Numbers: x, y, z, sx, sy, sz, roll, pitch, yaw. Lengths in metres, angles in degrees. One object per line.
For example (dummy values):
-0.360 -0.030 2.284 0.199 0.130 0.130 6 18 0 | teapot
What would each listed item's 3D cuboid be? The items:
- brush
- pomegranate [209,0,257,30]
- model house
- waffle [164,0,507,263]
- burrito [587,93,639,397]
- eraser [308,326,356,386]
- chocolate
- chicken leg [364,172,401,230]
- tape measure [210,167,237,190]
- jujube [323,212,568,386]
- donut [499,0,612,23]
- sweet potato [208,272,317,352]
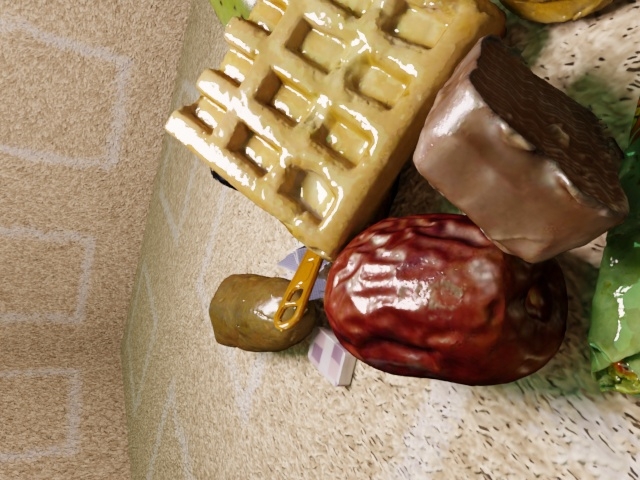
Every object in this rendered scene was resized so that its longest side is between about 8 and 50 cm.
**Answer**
0.000 0.000 0.629 0.090 0.017 0.314 -12 39 35 | brush
-0.081 -0.464 0.849 0.341 0.284 0.285 110 159 -74 | pomegranate
-0.006 0.031 0.704 0.167 0.088 0.117 16 120 59 | model house
0.002 -0.186 0.530 0.304 0.077 0.348 38 104 18 | waffle
0.274 -0.013 0.324 0.104 0.054 0.288 17 97 57 | burrito
0.017 0.192 0.724 0.105 0.026 0.065 26 103 58 | eraser
0.158 -0.080 0.363 0.093 0.148 0.214 -53 1 43 | chocolate
0.088 -0.103 0.624 0.053 0.093 0.205 11 106 21 | chicken leg
-0.173 -0.215 1.025 0.222 0.135 0.202 6 79 54 | tape measure
0.110 0.054 0.450 0.243 0.183 0.184 -12 74 57 | jujube
0.237 -0.371 0.358 0.330 0.159 0.330 1 91 55 | donut
-0.107 0.142 0.836 0.369 0.157 0.158 -5 79 52 | sweet potato
